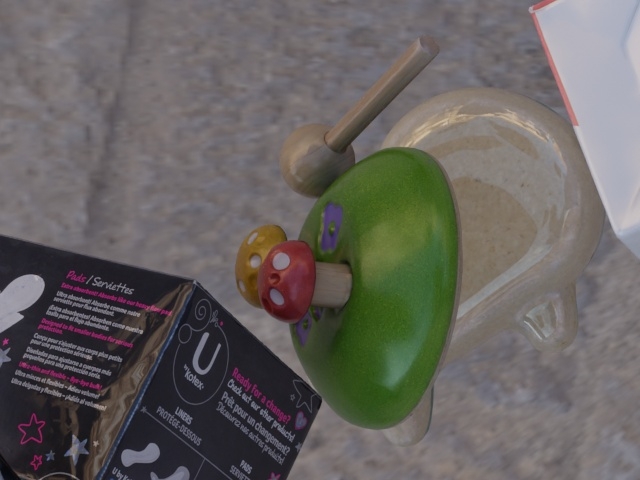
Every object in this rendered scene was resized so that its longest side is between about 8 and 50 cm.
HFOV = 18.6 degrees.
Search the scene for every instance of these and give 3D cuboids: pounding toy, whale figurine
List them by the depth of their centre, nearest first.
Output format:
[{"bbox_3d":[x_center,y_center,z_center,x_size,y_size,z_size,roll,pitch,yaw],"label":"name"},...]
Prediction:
[{"bbox_3d":[0.000,0.000,1.244,0.183,0.110,0.237,134,139,-54],"label":"pounding toy"},{"bbox_3d":[0.102,0.017,1.460,0.216,0.141,0.272,31,100,16],"label":"whale figurine"}]

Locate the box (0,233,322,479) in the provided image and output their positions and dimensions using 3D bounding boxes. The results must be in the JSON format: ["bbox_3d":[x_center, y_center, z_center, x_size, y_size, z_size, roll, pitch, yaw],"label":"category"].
[{"bbox_3d":[-0.153,0.095,1.175,0.247,0.163,0.142,13,69,37],"label":"box"}]

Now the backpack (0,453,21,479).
[{"bbox_3d":[-0.255,0.151,0.848,0.276,0.213,0.263,-16,102,9],"label":"backpack"}]

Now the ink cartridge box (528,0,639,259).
[{"bbox_3d":[0.169,-0.040,0.899,0.067,0.198,0.115,-24,70,15],"label":"ink cartridge box"}]
